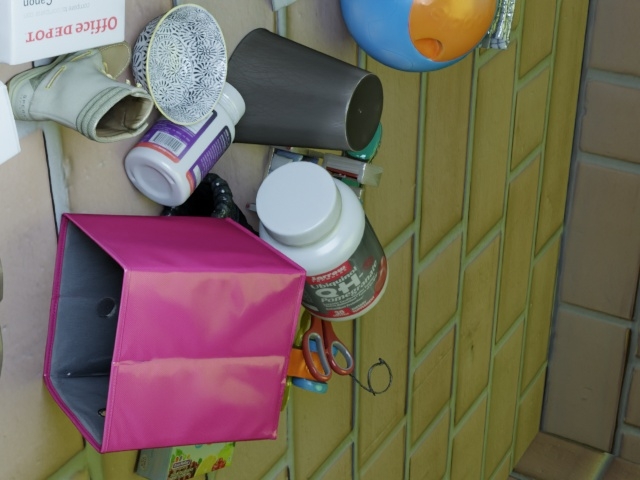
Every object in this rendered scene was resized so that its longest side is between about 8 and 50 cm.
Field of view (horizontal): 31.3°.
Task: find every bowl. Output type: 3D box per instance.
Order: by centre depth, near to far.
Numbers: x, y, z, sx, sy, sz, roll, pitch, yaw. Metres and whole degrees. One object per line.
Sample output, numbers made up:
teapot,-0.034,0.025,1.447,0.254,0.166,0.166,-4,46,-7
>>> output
bowl,-0.215,-0.251,1.618,0.170,0.080,0.170,-20,115,-52

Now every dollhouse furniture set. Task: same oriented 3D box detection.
dollhouse furniture set,-0.012,-0.093,1.994,0.129,0.183,0.129,5,100,-63

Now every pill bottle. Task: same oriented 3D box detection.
pill bottle,-0.195,-0.151,1.693,0.193,0.108,0.108,-55,148,-32
pill bottle,0.000,0.000,1.888,0.176,0.176,0.318,-65,156,-18

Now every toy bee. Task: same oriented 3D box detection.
toy bee,-0.033,0.245,2.218,0.298,0.162,0.195,42,73,-34

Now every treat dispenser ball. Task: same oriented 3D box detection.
treat dispenser ball,0.177,-0.447,2.045,0.288,0.288,0.288,-39,138,-49

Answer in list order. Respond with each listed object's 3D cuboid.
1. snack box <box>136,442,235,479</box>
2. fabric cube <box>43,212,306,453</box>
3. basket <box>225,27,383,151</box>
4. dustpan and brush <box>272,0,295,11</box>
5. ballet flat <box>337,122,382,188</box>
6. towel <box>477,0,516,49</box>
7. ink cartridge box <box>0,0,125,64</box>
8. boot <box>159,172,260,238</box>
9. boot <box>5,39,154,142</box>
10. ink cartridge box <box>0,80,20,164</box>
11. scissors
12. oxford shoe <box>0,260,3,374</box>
snack box,-0.215,0.312,1.955,0.207,0.070,0.175,2,102,-64
fabric cube,-0.207,0.118,1.557,0.258,0.254,0.259,1,106,-32
basket,-0.026,-0.230,1.843,0.204,0.226,0.154,-67,153,-14
dustpan and brush,-0.001,-0.472,1.860,0.211,0.060,0.147,-27,164,-6
ballet flat,0.072,-0.156,2.274,0.188,0.070,0.070,-67,153,-10
towel,0.262,-0.521,2.231,0.121,0.235,0.284,-15,117,-56
ink cartridge box,-0.326,-0.359,1.312,0.207,0.117,0.283,-30,130,-55
boot,-0.168,0.092,1.799,0.260,0.131,0.348,56,30,-63
boot,-0.273,-0.194,1.452,0.213,0.165,0.077,-41,139,-45
ink cartridge box,-0.446,-0.096,1.181,0.218,0.158,0.092,-46,141,-43
scissors,-0.009,0.129,2.162,0.109,0.021,0.297,3,61,-35
oxford shoe,-0.440,0.103,1.431,0.076,0.076,0.212,-11,121,-28
